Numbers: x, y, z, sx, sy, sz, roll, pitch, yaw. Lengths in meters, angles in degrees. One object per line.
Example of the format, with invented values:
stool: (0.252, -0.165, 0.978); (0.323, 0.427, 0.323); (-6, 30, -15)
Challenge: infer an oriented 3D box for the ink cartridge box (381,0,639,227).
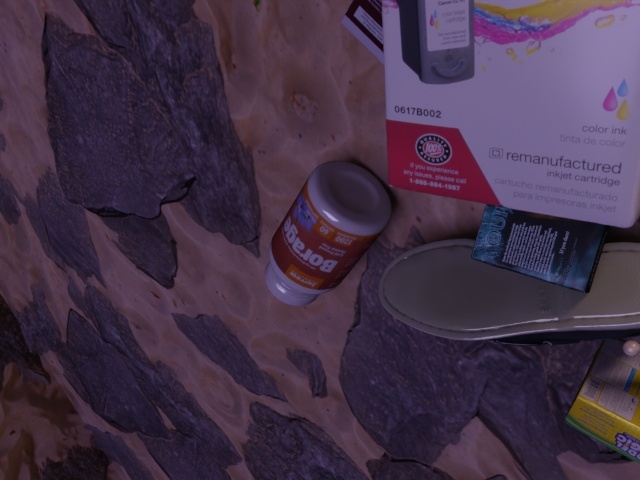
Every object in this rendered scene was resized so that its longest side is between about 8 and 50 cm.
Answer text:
ink cartridge box: (0.172, -0.185, 0.512); (0.226, 0.131, 0.306); (14, 126, 33)

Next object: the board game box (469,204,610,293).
board game box: (0.242, -0.052, 0.652); (0.126, 0.026, 0.186); (19, 97, 33)

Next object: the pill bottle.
pill bottle: (0.000, 0.000, 0.878); (0.121, 0.121, 0.216); (44, 135, 9)

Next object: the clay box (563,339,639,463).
clay box: (0.396, 0.202, 0.675); (0.222, 0.127, 0.053); (28, 132, 24)

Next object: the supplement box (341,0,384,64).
supplement box: (0.137, -0.277, 0.626); (0.130, 0.073, 0.239); (47, 136, 6)

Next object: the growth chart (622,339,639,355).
growth chart: (0.417, 0.061, 0.571); (0.172, 0.021, 0.237); (11, 142, -22)

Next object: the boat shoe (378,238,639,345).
boat shoe: (0.237, 0.065, 0.737); (0.340, 0.127, 0.113); (-9, 155, 34)
